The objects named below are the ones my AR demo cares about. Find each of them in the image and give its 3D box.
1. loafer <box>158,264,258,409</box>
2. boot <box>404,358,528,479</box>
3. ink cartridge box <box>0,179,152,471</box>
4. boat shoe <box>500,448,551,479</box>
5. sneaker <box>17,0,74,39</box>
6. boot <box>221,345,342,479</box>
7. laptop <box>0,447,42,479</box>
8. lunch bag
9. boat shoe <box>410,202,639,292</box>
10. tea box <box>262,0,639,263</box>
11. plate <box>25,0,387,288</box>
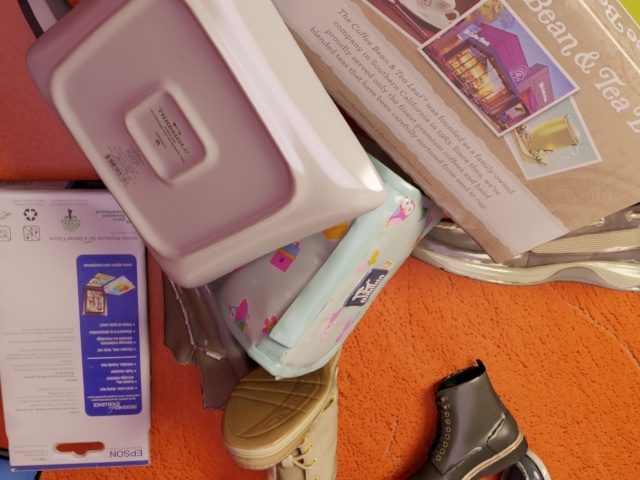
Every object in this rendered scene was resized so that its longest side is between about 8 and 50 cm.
[{"bbox_3d":[-0.141,0.099,0.931,0.087,0.094,0.251,-22,111,-1],"label":"loafer"},{"bbox_3d":[0.150,0.249,1.043,0.197,0.077,0.137,-31,106,-12],"label":"boot"},{"bbox_3d":[-0.275,0.098,0.928,0.165,0.065,0.333,0,107,-9],"label":"ink cartridge box"},{"bbox_3d":[0.251,0.392,1.089,0.079,0.095,0.255,-9,118,-17],"label":"boat shoe"},{"bbox_3d":[-0.151,-0.166,0.831,0.178,0.124,0.296,-37,98,-6],"label":"sneaker"},{"bbox_3d":[-0.036,0.227,0.910,0.095,0.262,0.204,7,110,11],"label":"boot"},{"bbox_3d":[-0.479,0.370,0.946,0.234,0.264,0.136,18,141,-13],"label":"laptop"},{"bbox_3d":[0.000,0.000,0.831,0.160,0.262,0.223,35,99,-17],"label":"lunch bag"},{"bbox_3d":[0.252,-0.020,0.947,0.355,0.132,0.130,4,98,-19],"label":"boat shoe"},{"bbox_3d":[0.163,-0.223,0.722,0.329,0.324,0.220,43,135,-17],"label":"tea box"},{"bbox_3d":[-0.119,-0.096,0.701,0.278,0.045,0.277,-23,105,41],"label":"plate"}]
